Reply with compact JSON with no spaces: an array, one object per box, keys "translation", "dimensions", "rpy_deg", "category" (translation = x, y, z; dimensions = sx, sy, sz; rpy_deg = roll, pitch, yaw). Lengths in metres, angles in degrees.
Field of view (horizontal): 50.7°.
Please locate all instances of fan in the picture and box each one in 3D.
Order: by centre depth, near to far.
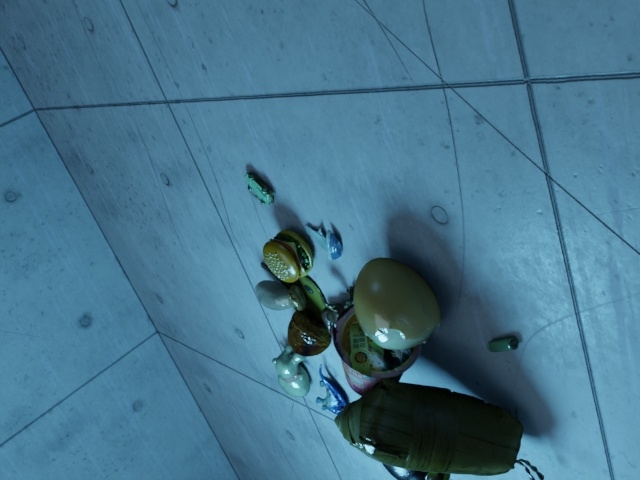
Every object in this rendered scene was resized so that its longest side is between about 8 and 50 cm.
[{"translation":[-0.083,0.165,2.231],"dimensions":[0.335,0.011,0.230],"rpy_deg":[34,146,30],"category":"fan"}]

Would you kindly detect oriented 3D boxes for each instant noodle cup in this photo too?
[{"translation":[0.151,0.323,1.884],"dimensions":[0.244,0.244,0.255],"rpy_deg":[39,154,23],"category":"instant noodle cup"}]

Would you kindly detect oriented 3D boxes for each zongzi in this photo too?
[{"translation":[0.311,0.513,1.832],"dimensions":[0.499,0.218,0.467],"rpy_deg":[13,168,-6],"category":"zongzi"}]

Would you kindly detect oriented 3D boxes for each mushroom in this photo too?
[{"translation":[-0.133,0.182,2.222],"dimensions":[0.212,0.088,0.097],"rpy_deg":[3,93,46],"category":"mushroom"}]

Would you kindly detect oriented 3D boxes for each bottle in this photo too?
[{"translation":[0.427,0.245,1.586],"dimensions":[0.030,0.030,0.083],"rpy_deg":[55,151,-4],"category":"bottle"}]

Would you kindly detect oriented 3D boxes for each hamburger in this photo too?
[{"translation":[-0.097,0.049,2.025],"dimensions":[0.162,0.115,0.162],"rpy_deg":[34,147,27],"category":"hamburger"}]

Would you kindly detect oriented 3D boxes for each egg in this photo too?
[{"translation":[0.182,0.157,1.670],"dimensions":[0.244,0.201,0.201],"rpy_deg":[64,151,8],"category":"egg"}]

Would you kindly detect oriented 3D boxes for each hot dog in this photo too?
[{"translation":[-0.047,0.315,2.239],"dimensions":[0.160,0.099,0.227],"rpy_deg":[43,154,5],"category":"hot dog"}]

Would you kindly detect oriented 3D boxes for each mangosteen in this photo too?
[{"translation":[0.295,0.611,1.982],"dimensions":[0.243,0.243,0.243],"rpy_deg":[35,146,28],"category":"mangosteen"}]

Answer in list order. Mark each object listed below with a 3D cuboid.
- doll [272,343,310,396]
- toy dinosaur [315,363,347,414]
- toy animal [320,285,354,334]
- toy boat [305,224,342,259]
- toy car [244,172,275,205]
[{"translation":[-0.110,0.504,2.523],"dimensions":[0.155,0.113,0.275],"rpy_deg":[29,141,31],"category":"doll"},{"translation":[0.046,0.573,2.422],"dimensions":[0.144,0.076,0.329],"rpy_deg":[-16,111,51],"category":"toy dinosaur"},{"translation":[0.054,0.221,2.022],"dimensions":[0.214,0.093,0.186],"rpy_deg":[-7,108,66],"category":"toy animal"},{"translation":[0.007,0.010,1.919],"dimensions":[0.149,0.034,0.105],"rpy_deg":[7,126,51],"category":"toy boat"},{"translation":[-0.184,-0.156,2.012],"dimensions":[0.122,0.035,0.059],"rpy_deg":[48,151,25],"category":"toy car"}]
